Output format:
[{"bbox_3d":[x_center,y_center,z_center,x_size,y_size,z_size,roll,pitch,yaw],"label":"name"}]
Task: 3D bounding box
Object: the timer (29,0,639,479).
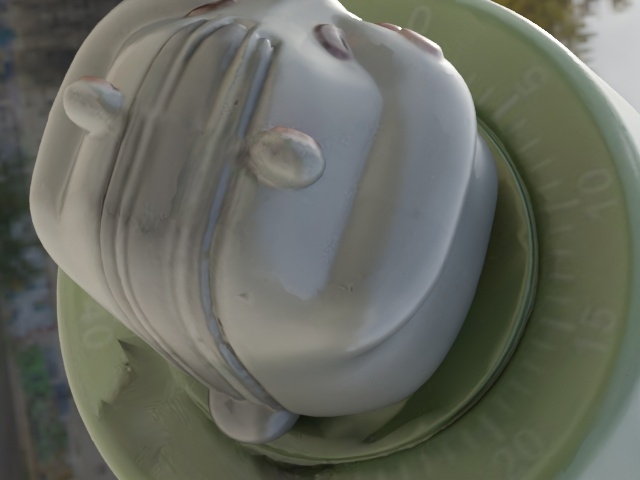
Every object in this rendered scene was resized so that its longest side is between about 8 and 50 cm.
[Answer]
[{"bbox_3d":[0.000,0.000,0.669,0.315,0.291,0.290,44,32,-68],"label":"timer"}]
